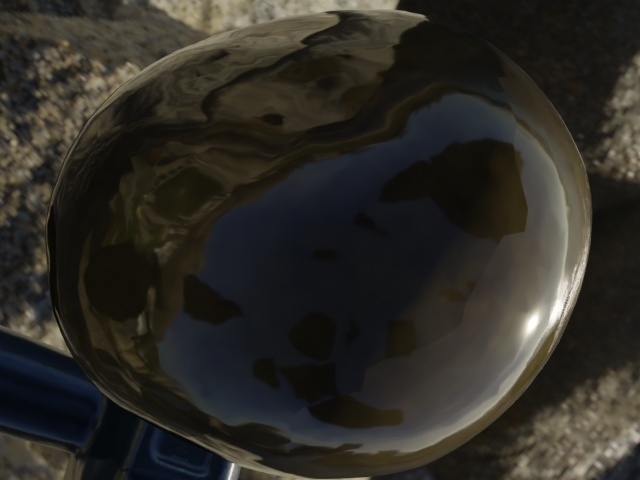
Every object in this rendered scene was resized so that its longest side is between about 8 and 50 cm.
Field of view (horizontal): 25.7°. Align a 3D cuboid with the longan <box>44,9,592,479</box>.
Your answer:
[{"bbox_3d":[0.000,0.000,0.482,0.187,0.167,0.167,4,111,-27],"label":"longan"}]

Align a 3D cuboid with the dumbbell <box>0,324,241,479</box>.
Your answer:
[{"bbox_3d":[-0.197,0.071,0.776,0.316,0.144,0.156,22,127,-16],"label":"dumbbell"}]
